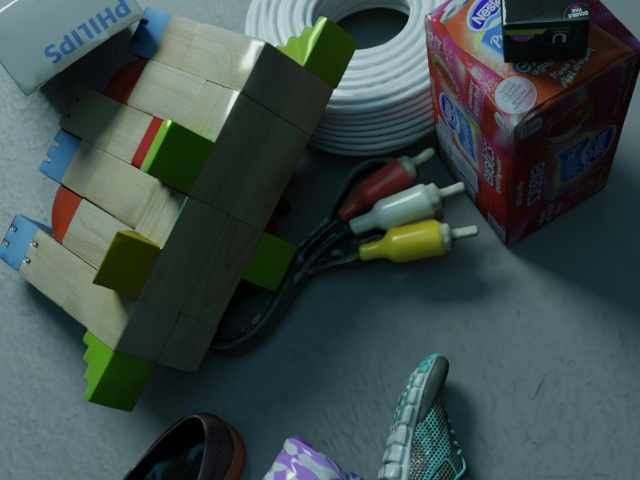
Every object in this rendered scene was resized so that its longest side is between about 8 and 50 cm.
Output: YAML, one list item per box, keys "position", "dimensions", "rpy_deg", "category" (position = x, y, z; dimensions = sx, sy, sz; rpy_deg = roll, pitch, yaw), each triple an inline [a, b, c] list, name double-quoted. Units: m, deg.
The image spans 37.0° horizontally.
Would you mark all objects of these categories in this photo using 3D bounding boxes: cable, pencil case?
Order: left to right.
- position: [-0.055, 0.262, 0.816]
  dimensions: [0.206, 0.086, 0.088]
  rpy_deg: [-50, 38, -14]
  category: "pencil case"
- position: [0.000, 0.000, 0.920]
  dimensions: [0.287, 0.072, 0.139]
  rpy_deg: [-24, 61, -1]
  category: "cable"
- position: [0.051, -0.213, 0.975]
  dimensions: [0.257, 0.089, 0.257]
  rpy_deg: [-24, 59, 1]
  category: "cable"

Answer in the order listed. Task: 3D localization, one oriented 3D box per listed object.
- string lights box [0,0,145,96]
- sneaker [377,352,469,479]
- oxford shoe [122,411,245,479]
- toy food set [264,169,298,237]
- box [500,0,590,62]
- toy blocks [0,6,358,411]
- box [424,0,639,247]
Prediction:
- position: [-0.264, -0.223, 0.962]
  dimensions: [0.133, 0.260, 0.077]
  rpy_deg: [-36, 111, -6]
  category: "string lights box"
- position: [0.097, 0.184, 0.845]
  dimensions: [0.076, 0.065, 0.166]
  rpy_deg: [17, 74, -2]
  category: "sneaker"
- position: [-0.171, 0.262, 0.823]
  dimensions: [0.097, 0.098, 0.271]
  rpy_deg: [27, 74, 18]
  category: "oxford shoe"
- position: [-0.061, -0.049, 0.977]
  dimensions: [0.078, 0.019, 0.122]
  rpy_deg: [-3, 68, 7]
  category: "toy food set"
- position: [0.162, -0.179, 0.697]
  dimensions: [0.062, 0.052, 0.083]
  rpy_deg: [-1, 69, 12]
  category: "box"
- position: [-0.162, -0.065, 0.912]
  dimensions: [0.261, 0.191, 0.381]
  rpy_deg: [27, 91, 44]
  category: "toy blocks"
- position: [0.180, -0.114, 0.838]
  dimensions: [0.122, 0.257, 0.128]
  rpy_deg: [-32, 67, -4]
  category: "box"
